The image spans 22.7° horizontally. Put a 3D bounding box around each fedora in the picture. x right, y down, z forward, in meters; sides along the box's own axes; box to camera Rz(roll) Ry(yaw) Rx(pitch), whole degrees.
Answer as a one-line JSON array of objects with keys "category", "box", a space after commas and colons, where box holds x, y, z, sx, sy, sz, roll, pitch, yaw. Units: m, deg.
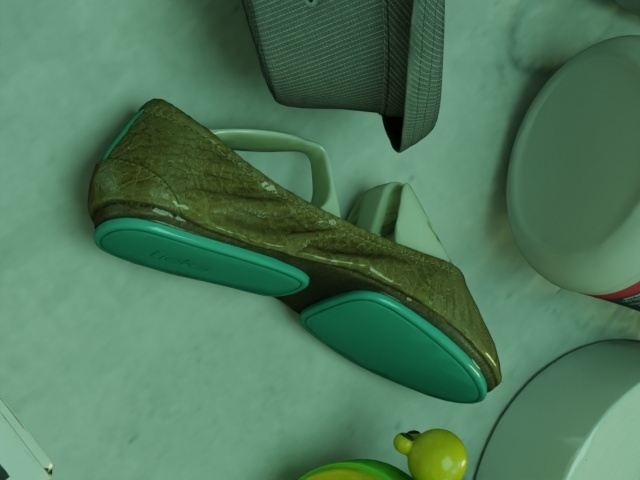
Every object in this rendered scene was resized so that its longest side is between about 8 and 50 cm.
[{"category": "fedora", "box": [0.007, -0.193, 1.007, 0.124, 0.244, 0.276, -2, 106, -3]}]

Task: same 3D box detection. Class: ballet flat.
[{"category": "ballet flat", "box": [0.000, 0.000, 1.080, 0.342, 0.116, 0.124, 25, 64, -28]}]

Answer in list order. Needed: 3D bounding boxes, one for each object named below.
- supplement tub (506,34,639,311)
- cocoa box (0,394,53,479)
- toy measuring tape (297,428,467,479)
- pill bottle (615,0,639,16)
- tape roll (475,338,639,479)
[{"category": "supplement tub", "box": [0.293, -0.027, 1.196, 0.272, 0.191, 0.191, 17, 88, -33]}, {"category": "cocoa box", "box": [-0.360, 0.124, 0.782, 0.347, 0.228, 0.231, -41, 115, -21]}, {"category": "toy measuring tape", "box": [-0.010, 0.259, 1.112, 0.121, 0.121, 0.330, 28, 101, -32]}, {"category": "pill bottle", "box": [0.347, -0.355, 1.165, 0.229, 0.229, 0.408, 17, 87, -33]}, {"category": "tape roll", "box": [0.255, 0.222, 1.261, 0.286, 0.100, 0.286, -4, 99, -31]}]
